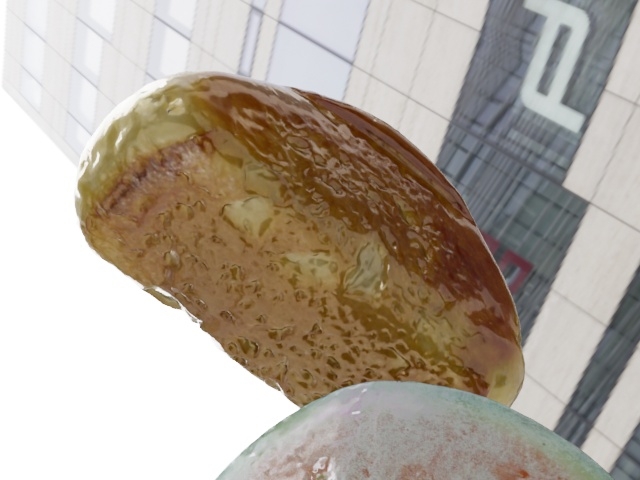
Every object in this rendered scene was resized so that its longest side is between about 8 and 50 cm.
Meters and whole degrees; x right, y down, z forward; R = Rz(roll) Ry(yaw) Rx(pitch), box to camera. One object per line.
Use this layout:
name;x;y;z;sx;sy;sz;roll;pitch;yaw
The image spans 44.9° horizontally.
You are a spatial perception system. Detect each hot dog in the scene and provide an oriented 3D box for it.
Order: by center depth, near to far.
hot dog;-0.001;0.001;0.690;0.185;0.405;0.223;-42;14;36

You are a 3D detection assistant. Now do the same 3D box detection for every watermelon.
watermelon;0.072;0.221;0.493;0.175;0.322;0.188;91;-159;-47
